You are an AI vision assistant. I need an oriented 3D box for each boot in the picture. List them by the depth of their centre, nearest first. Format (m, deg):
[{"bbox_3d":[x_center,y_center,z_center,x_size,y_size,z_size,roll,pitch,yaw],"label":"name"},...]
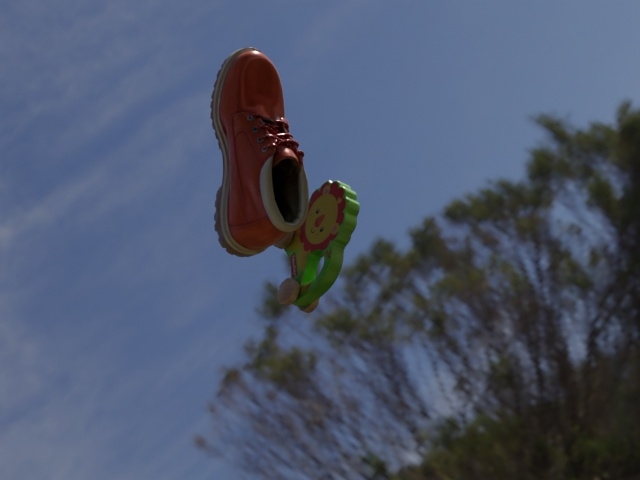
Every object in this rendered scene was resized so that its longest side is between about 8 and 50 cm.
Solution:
[{"bbox_3d":[-0.038,-0.072,1.046,0.059,0.158,0.084,3,-12,-29],"label":"boot"}]

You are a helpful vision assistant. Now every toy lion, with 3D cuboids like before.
[{"bbox_3d":[0.000,0.000,1.251,0.034,0.100,0.096,23,-46,-33],"label":"toy lion"}]
